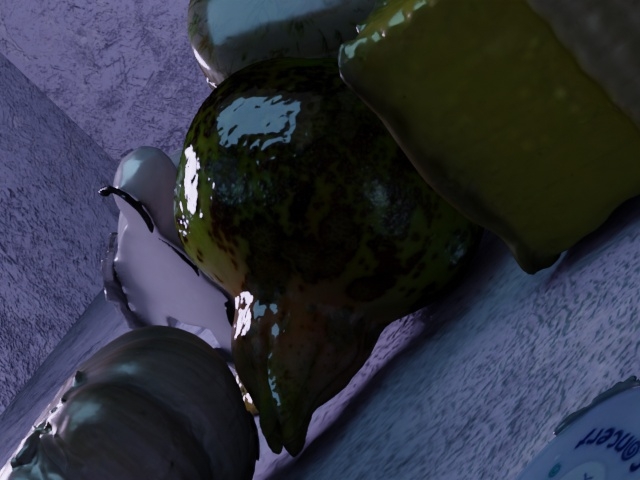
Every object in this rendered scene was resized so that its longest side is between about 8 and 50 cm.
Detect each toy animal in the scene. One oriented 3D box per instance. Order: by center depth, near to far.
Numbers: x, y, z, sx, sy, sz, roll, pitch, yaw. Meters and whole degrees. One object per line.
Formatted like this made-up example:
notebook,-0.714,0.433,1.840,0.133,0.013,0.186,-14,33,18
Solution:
toy animal,-0.050,-0.051,1.528,0.357,0.194,0.258,-47,-33,-33

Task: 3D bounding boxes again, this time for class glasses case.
glasses case,0.101,-0.203,1.176,0.425,0.098,0.156,-11,51,15

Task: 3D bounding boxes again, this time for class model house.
model house,0.160,-0.125,0.868,0.234,0.193,0.175,-33,15,48

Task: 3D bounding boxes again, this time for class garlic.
garlic,-0.131,0.162,1.050,0.228,0.152,0.228,-47,4,5

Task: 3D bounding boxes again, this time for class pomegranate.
pomegranate,0.010,0.004,1.090,0.204,0.276,0.222,-10,-3,-36

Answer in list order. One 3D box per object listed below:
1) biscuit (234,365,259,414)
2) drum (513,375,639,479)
biscuit,-0.054,0.103,1.257,0.018,0.081,0.083,-2,-8,-20
drum,0.150,0.057,0.530,0.253,0.049,0.130,-45,8,9
